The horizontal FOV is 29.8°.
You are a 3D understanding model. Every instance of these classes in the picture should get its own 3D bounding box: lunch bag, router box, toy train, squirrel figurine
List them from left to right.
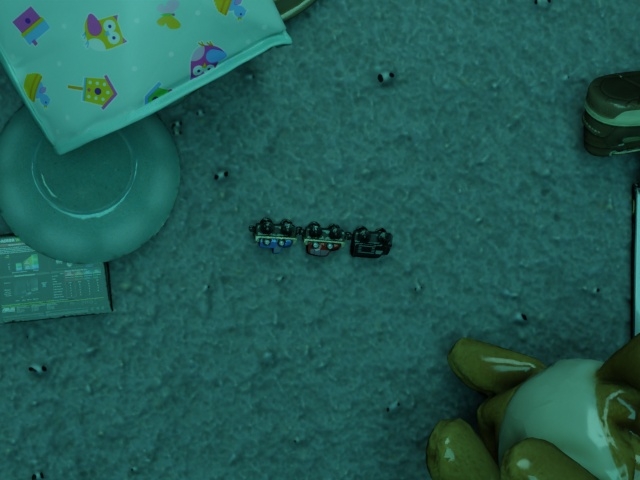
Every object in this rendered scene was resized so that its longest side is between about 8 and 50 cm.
[{"bbox_3d":[-0.282,0.035,1.259,0.122,0.038,0.092,-5,96,-8],"label":"router box"},{"bbox_3d":[-0.193,-0.229,1.155,0.262,0.160,0.223,-27,105,-5],"label":"lunch bag"},{"bbox_3d":[0.000,0.000,1.306,0.158,0.027,0.036,5,104,-9],"label":"toy train"},{"bbox_3d":[0.252,0.332,1.209,0.397,0.281,0.370,51,52,-35],"label":"squirrel figurine"}]

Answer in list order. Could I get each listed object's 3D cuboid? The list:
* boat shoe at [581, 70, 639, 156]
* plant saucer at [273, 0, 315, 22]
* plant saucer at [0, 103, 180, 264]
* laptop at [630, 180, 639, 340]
[{"bbox_3d":[0.407,-0.139,1.335,0.257,0.095,0.095,-4,129,-10],"label":"boat shoe"},{"bbox_3d":[-0.099,-0.354,1.256,0.277,0.041,0.278,-1,95,-8],"label":"plant saucer"},{"bbox_3d":[-0.241,-0.074,1.235,0.194,0.037,0.195,1,79,-8],"label":"plant saucer"},{"bbox_3d":[0.555,-0.002,1.281,0.381,0.236,0.408,-1,94,-8],"label":"laptop"}]
